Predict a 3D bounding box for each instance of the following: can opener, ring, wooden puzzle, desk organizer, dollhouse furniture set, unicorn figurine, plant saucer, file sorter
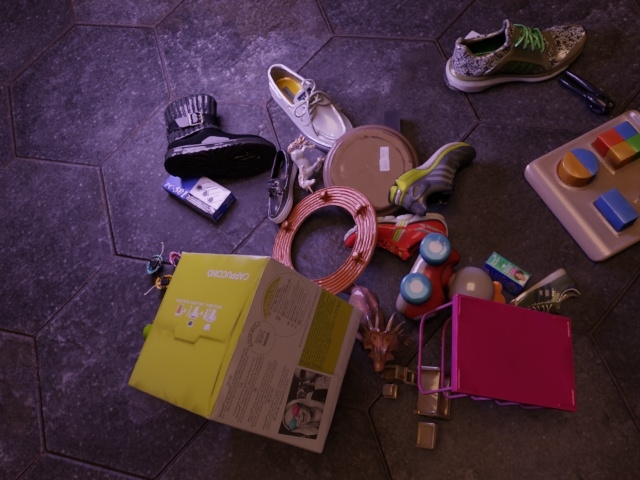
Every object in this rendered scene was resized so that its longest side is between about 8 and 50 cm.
[{"bbox_3d":[0.746,-0.420,1.577,0.059,0.073,0.186,-35,57,5],"label":"can opener"},{"bbox_3d":[0.000,0.000,1.506,0.337,0.032,0.336,-18,58,30],"label":"ring"},{"bbox_3d":[0.767,-0.158,1.455,0.348,0.080,0.322,-29,66,-1],"label":"wooden puzzle"},{"bbox_3d":[0.212,-0.315,1.647,0.047,0.050,0.130,-4,68,10],"label":"desk organizer"},{"bbox_3d":[0.227,0.402,1.359,0.161,0.101,0.181,-5,66,36],"label":"dollhouse furniture set"},{"bbox_3d":[-0.039,-0.220,1.641,0.111,0.060,0.162,-38,86,-21],"label":"unicorn figurine"},{"bbox_3d":[0.141,-0.197,1.585,0.278,0.041,0.277,-1,83,10],"label":"plant saucer"},{"bbox_3d":[0.381,0.262,1.253,0.291,0.182,0.202,13,67,-16],"label":"file sorter"}]

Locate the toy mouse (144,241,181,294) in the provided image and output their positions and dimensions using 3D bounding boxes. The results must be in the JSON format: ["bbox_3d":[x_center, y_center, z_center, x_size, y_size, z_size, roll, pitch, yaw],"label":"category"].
[{"bbox_3d":[-0.446,0.073,1.640,0.161,0.031,0.143,-20,66,3],"label":"toy mouse"}]

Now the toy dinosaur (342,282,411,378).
[{"bbox_3d":[0.120,0.188,1.386,0.127,0.200,0.295,-32,65,-2],"label":"toy dinosaur"}]

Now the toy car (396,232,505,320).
[{"bbox_3d":[0.325,0.127,1.363,0.238,0.219,0.210,25,76,14],"label":"toy car"}]

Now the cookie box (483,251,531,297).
[{"bbox_3d":[0.466,0.087,1.414,0.107,0.092,0.040,35,77,21],"label":"cookie box"}]

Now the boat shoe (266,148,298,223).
[{"bbox_3d":[-0.120,-0.163,1.629,0.080,0.076,0.228,-4,64,39],"label":"boat shoe"}]

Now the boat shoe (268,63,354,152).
[{"bbox_3d":[-0.034,-0.412,1.678,0.136,0.156,0.367,-38,66,-5],"label":"boat shoe"}]

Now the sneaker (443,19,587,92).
[{"bbox_3d":[0.558,-0.547,1.596,0.411,0.182,0.158,-15,66,5],"label":"sneaker"}]

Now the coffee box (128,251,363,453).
[{"bbox_3d":[-0.166,0.243,1.288,0.338,0.334,0.338,1,65,45],"label":"coffee box"}]

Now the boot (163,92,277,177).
[{"bbox_3d":[-0.310,-0.330,1.721,0.348,0.131,0.260,-2,52,-5],"label":"boot"}]

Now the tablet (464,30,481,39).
[{"bbox_3d":[0.463,-0.608,1.736,0.054,0.006,0.083,40,81,23],"label":"tablet"}]

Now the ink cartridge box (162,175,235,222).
[{"bbox_3d":[-0.369,-0.146,1.703,0.207,0.046,0.097,31,76,21],"label":"ink cartridge box"}]

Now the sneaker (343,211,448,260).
[{"bbox_3d":[0.200,-0.003,1.501,0.279,0.107,0.118,-9,74,9],"label":"sneaker"}]

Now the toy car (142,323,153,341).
[{"bbox_3d":[-0.355,0.209,1.518,0.155,0.149,0.188,1,57,23],"label":"toy car"}]

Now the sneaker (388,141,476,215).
[{"bbox_3d":[0.321,-0.157,1.506,0.300,0.111,0.121,-36,63,-22],"label":"sneaker"}]

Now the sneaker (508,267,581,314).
[{"bbox_3d":[0.551,0.150,1.384,0.192,0.064,0.086,-33,61,-6],"label":"sneaker"}]
